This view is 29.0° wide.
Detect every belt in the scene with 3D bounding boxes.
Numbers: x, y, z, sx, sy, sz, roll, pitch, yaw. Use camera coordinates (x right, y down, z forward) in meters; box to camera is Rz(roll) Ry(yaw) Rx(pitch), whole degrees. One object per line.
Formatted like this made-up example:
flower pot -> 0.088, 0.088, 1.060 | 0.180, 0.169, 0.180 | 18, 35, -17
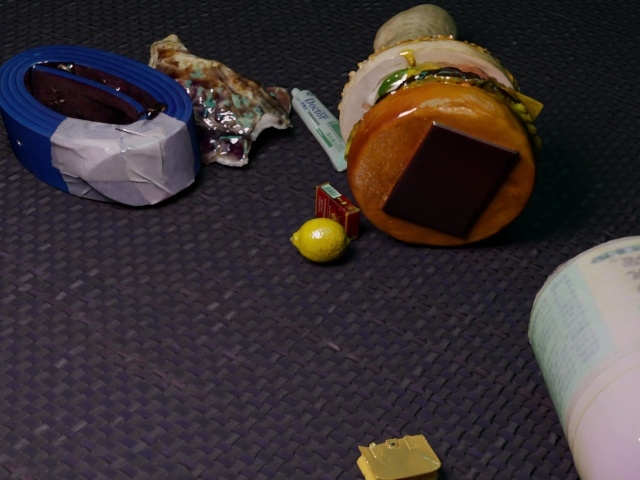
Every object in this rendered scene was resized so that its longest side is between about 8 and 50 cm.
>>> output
belt -> -0.338, -0.178, 1.853 | 0.347, 0.117, 0.212 | 24, 49, 28

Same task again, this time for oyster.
oyster -> -0.168, -0.230, 1.973 | 0.271, 0.100, 0.275 | 18, 35, 1

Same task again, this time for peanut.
peanut -> 0.148, -0.306, 2.083 | 0.137, 0.122, 0.253 | 6, 40, 20

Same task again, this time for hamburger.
hamburger -> 0.161, -0.147, 1.741 | 0.291, 0.291, 0.225 | 3, 40, -1

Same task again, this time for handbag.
handbag -> 0.089, 0.253, 1.407 | 0.083, 0.027, 0.061 | -10, 38, -21

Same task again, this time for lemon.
lemon -> 0.000, 0.000, 1.707 | 0.083, 0.062, 0.062 | 1, 37, -4

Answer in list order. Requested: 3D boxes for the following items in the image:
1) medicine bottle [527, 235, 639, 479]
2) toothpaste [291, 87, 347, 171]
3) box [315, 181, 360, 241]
medicine bottle -> 0.383, 0.203, 1.320 | 0.236, 0.235, 0.406 | -2, 36, -7
toothpaste -> 0.007, -0.181, 1.970 | 0.064, 0.041, 0.218 | -23, 46, -15
box -> 0.024, -0.040, 1.770 | 0.023, 0.051, 0.082 | -21, 43, -27
